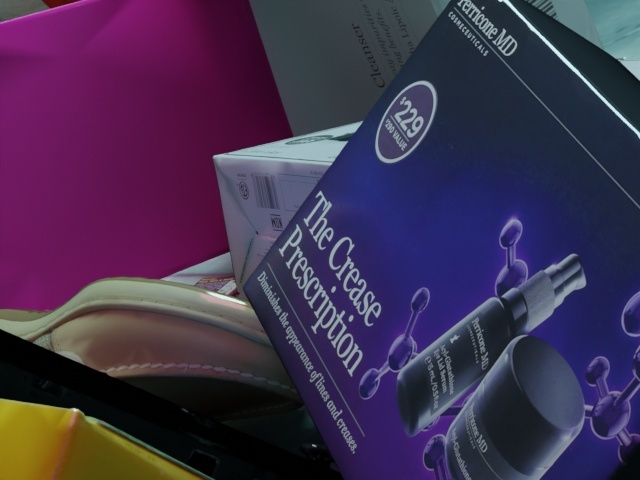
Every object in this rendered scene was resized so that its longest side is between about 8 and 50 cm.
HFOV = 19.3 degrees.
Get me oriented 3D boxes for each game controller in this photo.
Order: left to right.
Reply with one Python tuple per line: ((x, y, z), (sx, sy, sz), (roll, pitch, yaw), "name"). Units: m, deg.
((-0.123, 0.074, 0.873), (0.166, 0.319, 0.067), (20, 83, 47), "game controller")

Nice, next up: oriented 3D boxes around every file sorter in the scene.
((-0.191, -0.060, 1.385), (0.290, 0.202, 0.182), (-22, 7, -38), "file sorter")

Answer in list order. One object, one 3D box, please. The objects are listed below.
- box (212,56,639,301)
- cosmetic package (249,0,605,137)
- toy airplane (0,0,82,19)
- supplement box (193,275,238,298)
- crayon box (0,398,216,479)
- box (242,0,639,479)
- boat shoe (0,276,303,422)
((0.108, -0.034, 1.046), (0.290, 0.087, 0.169), (-16, 12, -28), "box")
((0.015, -0.171, 1.486), (0.156, 0.217, 0.385), (-38, 20, -35), "cosmetic package")
((-0.211, -0.305, 1.915), (0.386, 0.384, 0.272), (22, 62, 10), "toy airplane")
((-0.074, 0.060, 1.222), (0.055, 0.043, 0.083), (-8, 26, 44), "supplement box")
((-0.189, 0.203, 0.616), (0.363, 0.106, 0.313), (0, 67, 53), "crayon box")
((0.089, 0.033, 0.748), (0.184, 0.103, 0.261), (-52, 33, 13), "box")
((-0.127, 0.098, 1.109), (0.341, 0.121, 0.110), (-10, 60, 46), "boat shoe")
